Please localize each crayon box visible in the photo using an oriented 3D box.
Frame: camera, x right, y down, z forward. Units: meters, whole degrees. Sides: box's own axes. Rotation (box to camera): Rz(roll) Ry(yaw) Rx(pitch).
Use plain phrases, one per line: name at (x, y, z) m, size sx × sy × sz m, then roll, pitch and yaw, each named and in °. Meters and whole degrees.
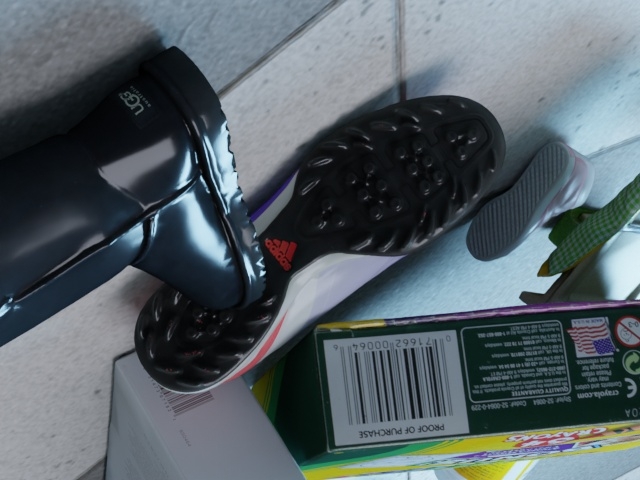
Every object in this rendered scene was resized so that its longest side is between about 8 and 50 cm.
crayon box at (0.145, 0.133, 1.424) m, size 0.362 × 0.106 × 0.313 m, roll -4°, pitch 167°, yaw -12°

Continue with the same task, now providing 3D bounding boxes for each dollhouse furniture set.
dollhouse furniture set at (0.284, -0.033, 1.517) m, size 0.301 × 0.151 × 0.197 m, roll 9°, pitch 124°, yaw -53°

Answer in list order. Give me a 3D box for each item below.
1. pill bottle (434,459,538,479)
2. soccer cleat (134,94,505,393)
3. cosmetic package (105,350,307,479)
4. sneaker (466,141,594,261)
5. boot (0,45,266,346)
pill bottle at (0.202, 0.200, 1.865) m, size 0.117 × 0.117 × 0.215 m, roll -17°, pitch 151°, yaw -35°
soccer cleat at (0.000, 0.000, 1.270) m, size 0.318 × 0.109 × 0.116 m, roll -38°, pitch 176°, yaw 4°
cosmetic package at (-0.053, 0.296, 1.389) m, size 0.097 × 0.377 × 0.284 m, roll -22°, pitch 154°, yaw -25°
sneaker at (0.194, -0.029, 1.503) m, size 0.070 × 0.051 × 0.134 m, roll 10°, pitch 127°, yaw -51°
boot at (-0.149, 0.007, 1.068) m, size 0.207 × 0.094 × 0.246 m, roll -32°, pitch 150°, yaw -14°
